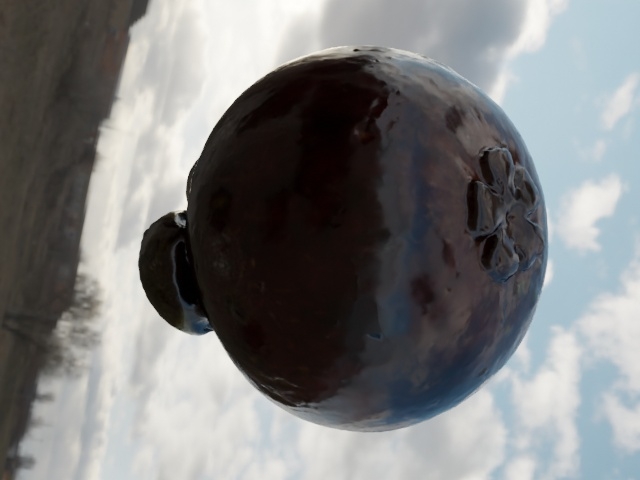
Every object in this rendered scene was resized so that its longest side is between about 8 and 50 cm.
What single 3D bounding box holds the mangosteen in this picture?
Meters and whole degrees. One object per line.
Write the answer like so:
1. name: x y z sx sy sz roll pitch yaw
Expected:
1. mangosteen: 0.000 0.000 0.555 0.257 0.215 0.215 -6 -110 39
